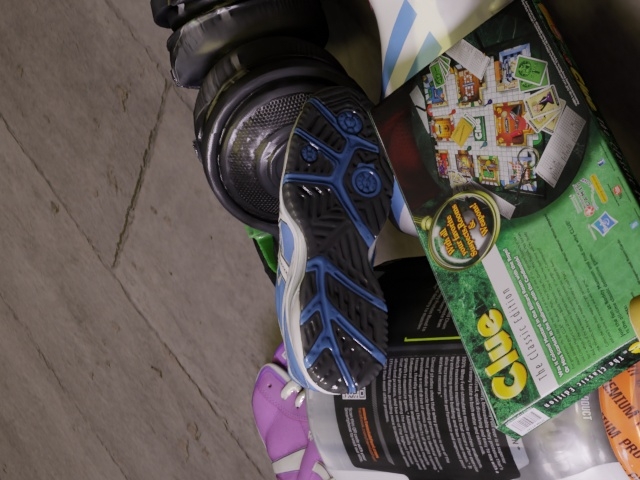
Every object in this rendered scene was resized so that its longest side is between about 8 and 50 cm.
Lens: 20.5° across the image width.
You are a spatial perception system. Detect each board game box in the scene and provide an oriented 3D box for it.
[{"bbox_3d":[0.122,-0.021,1.068,0.136,0.030,0.260,-34,50,18],"label":"board game box"}]

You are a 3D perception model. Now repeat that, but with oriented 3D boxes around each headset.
[{"bbox_3d":[-0.070,-0.120,1.308,0.394,0.185,0.243,88,165,-53],"label":"headset"}]

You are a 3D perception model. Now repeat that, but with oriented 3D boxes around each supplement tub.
[{"bbox_3d":[0.148,0.097,1.167,0.316,0.193,0.193,-7,101,56],"label":"supplement tub"}]

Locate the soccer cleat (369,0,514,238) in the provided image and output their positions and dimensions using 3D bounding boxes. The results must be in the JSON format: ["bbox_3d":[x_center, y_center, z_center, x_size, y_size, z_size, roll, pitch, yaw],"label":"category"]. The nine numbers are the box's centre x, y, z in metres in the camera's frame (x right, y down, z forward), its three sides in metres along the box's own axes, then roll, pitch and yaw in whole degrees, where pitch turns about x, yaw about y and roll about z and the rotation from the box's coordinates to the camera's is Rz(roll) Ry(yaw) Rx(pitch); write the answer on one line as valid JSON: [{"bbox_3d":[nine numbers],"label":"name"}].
[{"bbox_3d":[0.095,-0.160,1.205,0.143,0.116,0.331,0,106,30],"label":"soccer cleat"}]

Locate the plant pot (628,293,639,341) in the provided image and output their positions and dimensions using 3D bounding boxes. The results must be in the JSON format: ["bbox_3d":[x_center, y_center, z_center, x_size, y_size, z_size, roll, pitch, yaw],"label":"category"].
[{"bbox_3d":[0.326,0.066,0.913,0.187,0.212,0.212,-35,78,42],"label":"plant pot"}]

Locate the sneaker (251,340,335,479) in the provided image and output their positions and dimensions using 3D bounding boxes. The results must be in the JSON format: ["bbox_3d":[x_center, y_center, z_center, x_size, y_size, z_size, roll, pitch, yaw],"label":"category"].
[{"bbox_3d":[0.018,0.136,1.451,0.282,0.102,0.161,-44,68,53],"label":"sneaker"}]

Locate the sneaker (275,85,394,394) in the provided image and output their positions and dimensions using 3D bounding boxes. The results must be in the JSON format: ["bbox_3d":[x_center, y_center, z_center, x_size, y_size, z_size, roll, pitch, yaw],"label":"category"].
[{"bbox_3d":[0.000,0.000,1.178,0.081,0.080,0.211,149,128,-67],"label":"sneaker"}]
